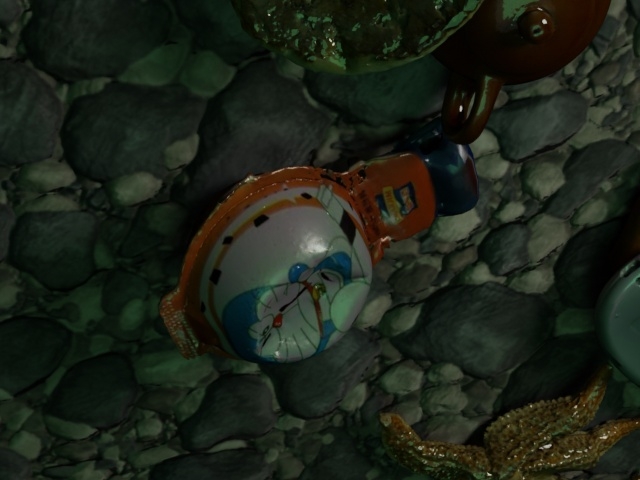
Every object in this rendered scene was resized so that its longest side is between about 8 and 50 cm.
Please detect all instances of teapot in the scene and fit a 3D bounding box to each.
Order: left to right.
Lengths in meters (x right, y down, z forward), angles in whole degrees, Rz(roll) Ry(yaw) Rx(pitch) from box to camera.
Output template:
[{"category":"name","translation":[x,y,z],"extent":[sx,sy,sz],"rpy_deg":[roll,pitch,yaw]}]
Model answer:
[{"category":"teapot","translation":[0.160,-0.188,1.224],"extent":[0.178,0.135,0.252],"rpy_deg":[13,119,-15]}]

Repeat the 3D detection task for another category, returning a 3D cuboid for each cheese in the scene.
[{"category":"cheese","translation":[0.000,0.000,1.325],"extent":[0.329,0.129,0.217],"rpy_deg":[-30,132,-13]}]

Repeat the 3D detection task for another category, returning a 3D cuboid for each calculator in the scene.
[{"category":"calculator","translation":[0.400,0.093,1.499],"extent":[0.185,0.041,0.299],"rpy_deg":[-41,131,16]}]

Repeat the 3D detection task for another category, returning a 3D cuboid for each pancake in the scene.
[{"category":"pancake","translation":[0.028,-0.252,1.157],"extent":[0.253,0.037,0.254],"rpy_deg":[2,105,9]}]

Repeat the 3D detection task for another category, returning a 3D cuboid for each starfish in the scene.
[{"category":"starfish","translation":[0.232,0.265,1.581],"extent":[0.293,0.084,0.301],"rpy_deg":[-15,122,0]}]

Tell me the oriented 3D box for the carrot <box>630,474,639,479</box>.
[{"category":"carrot","translation":[0.462,0.329,1.699],"extent":[0.254,0.049,0.049],"rpy_deg":[28,115,-23]}]

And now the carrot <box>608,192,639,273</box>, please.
[{"category":"carrot","translation":[0.336,-0.032,1.420],"extent":[0.055,0.055,0.161],"rpy_deg":[13,127,-20]}]
